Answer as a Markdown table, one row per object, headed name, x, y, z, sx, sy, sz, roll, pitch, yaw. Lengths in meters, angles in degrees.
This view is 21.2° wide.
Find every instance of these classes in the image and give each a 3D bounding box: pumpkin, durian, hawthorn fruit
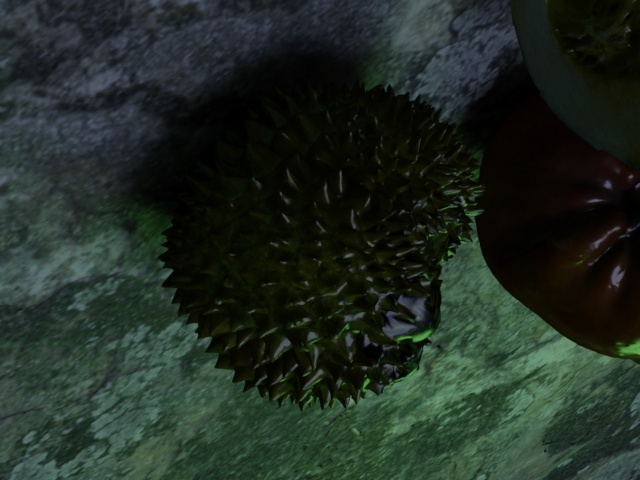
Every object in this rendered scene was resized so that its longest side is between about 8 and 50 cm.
| name | x | y | z | sx | sy | sz | roll | pitch | yaw |
| --- | --- | --- | --- | --- | --- | --- | --- | --- | --- |
| pumpkin | 0.311 | -0.206 | 1.307 | 0.197 | 0.263 | 0.293 | -22 | 155 | -40 |
| durian | -0.004 | 0.000 | 1.314 | 0.291 | 0.225 | 0.291 | 22 | 90 | -88 |
| hawthorn fruit | 0.280 | -0.030 | 1.603 | 0.277 | 0.277 | 0.298 | -39 | -178 | 4 |

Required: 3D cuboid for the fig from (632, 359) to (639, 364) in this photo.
| name | x | y | z | sx | sy | sz | roll | pitch | yaw |
| --- | --- | --- | --- | --- | --- | --- | --- | --- | --- |
| fig | 0.408 | 0.064 | 2.004 | 0.225 | 0.203 | 0.203 | -4 | 143 | -25 |
